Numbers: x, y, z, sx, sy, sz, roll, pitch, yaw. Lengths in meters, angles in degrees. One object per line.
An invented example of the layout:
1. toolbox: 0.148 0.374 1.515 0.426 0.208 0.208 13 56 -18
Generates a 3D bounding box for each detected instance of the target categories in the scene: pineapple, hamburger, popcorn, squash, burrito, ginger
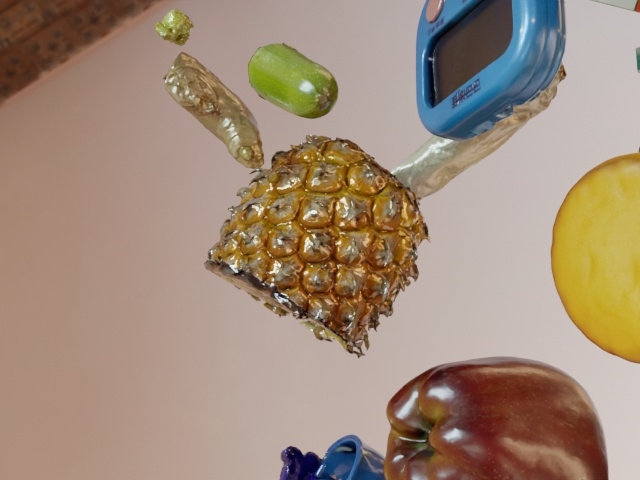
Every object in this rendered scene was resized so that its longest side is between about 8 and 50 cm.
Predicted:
1. pineapple: 0.003 0.001 1.827 0.352 0.300 0.352 34 169 8
2. hamburger: 0.379 0.015 1.182 0.170 0.246 0.246 -12 -112 -41
3. popcorn: -0.283 -0.408 2.121 0.083 0.059 0.068 -34 -55 -42
4. squash: -0.029 -0.226 1.629 0.095 0.095 0.188 53 174 -35
5. burrito: 0.289 -0.197 2.028 0.117 0.392 0.076 35 -158 -54
6. ginger: -0.153 -0.199 1.709 0.213 0.074 0.137 41 -158 2

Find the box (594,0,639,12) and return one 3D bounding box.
1. box: 0.443 -0.397 1.572 0.035 0.139 0.245 4 -163 -28

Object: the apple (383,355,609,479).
1. apple: 0.250 0.301 1.547 0.316 0.288 0.288 18 -149 -26

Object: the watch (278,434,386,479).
1. watch: 0.027 0.412 1.756 0.171 0.200 0.196 30 -126 -21

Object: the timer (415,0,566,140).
1. timer: 0.277 -0.339 1.828 0.115 0.340 0.309 12 -113 -24

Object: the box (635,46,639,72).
1. box: 0.496 -0.241 1.380 0.226 0.160 0.042 -45 -50 -82
